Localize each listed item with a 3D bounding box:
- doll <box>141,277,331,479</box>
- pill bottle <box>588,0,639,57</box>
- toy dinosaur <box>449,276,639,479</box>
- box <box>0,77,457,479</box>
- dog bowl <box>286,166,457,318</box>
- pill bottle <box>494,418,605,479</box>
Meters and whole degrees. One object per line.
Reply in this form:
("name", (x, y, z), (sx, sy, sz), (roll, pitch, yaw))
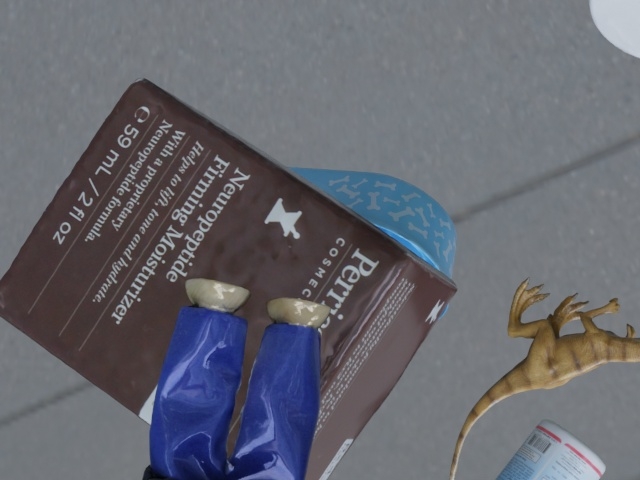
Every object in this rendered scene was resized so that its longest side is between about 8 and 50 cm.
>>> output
("doll", (-0.038, 0.116, 0.635), (0.129, 0.046, 0.189), (14, 82, -15))
("pill bottle", (0.171, -0.193, 0.690), (0.121, 0.216, 0.121), (5, 150, 3))
("toy dinosaur", (0.167, 0.091, 1.121), (0.211, 0.112, 0.064), (-27, 131, 24))
("box", (-0.054, 0.033, 0.923), (0.203, 0.167, 0.168), (33, 91, 17))
("dog bowl", (0.000, 0.000, 1.466), (0.297, 0.074, 0.166), (6, 142, 30))
("pill bottle", (0.224, 0.277, 1.592), (0.160, 0.087, 0.087), (-51, 122, -6))
